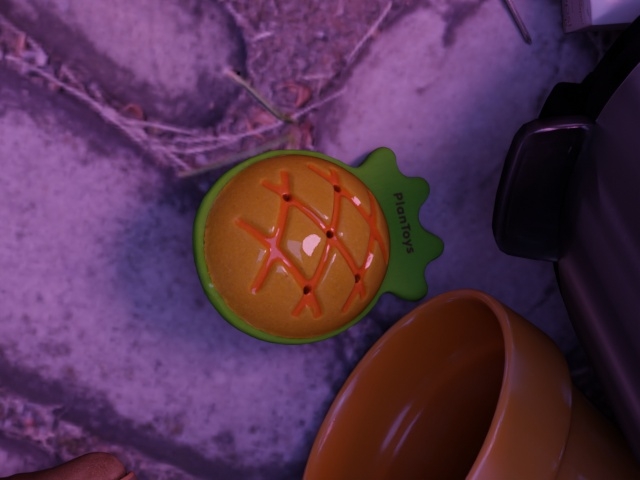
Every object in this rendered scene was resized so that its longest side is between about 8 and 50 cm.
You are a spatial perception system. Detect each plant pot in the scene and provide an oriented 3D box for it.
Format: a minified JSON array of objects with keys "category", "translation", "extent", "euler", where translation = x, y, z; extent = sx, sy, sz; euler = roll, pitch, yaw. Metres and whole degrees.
[{"category":"plant pot","translation":[0.120,0.164,1.141],"extent":[0.188,0.205,0.205],"euler":[32,88,-23]}]

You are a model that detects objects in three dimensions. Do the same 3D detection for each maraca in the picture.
[{"category":"maraca","translation":[0.000,0.000,1.161],"extent":[0.186,0.099,0.127],"euler":[-12,90,-31]}]

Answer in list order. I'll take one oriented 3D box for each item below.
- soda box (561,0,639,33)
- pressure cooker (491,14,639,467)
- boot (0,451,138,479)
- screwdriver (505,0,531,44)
[{"category":"soda box","translation":[0.273,-0.181,1.195],"extent":[0.216,0.074,0.069],"euler":[-5,93,-7]},{"category":"pressure cooker","translation":[0.337,0.016,1.056],"extent":[0.375,0.420,0.370],"euler":[-36,121,13]},{"category":"boot","translation":[-0.270,0.171,1.132],"extent":[0.305,0.112,0.115],"euler":[-16,84,-4]},{"category":"screwdriver","translation":[0.102,-0.208,1.206],"extent":[0.024,0.025,0.170],"euler":[-30,104,-6]}]
